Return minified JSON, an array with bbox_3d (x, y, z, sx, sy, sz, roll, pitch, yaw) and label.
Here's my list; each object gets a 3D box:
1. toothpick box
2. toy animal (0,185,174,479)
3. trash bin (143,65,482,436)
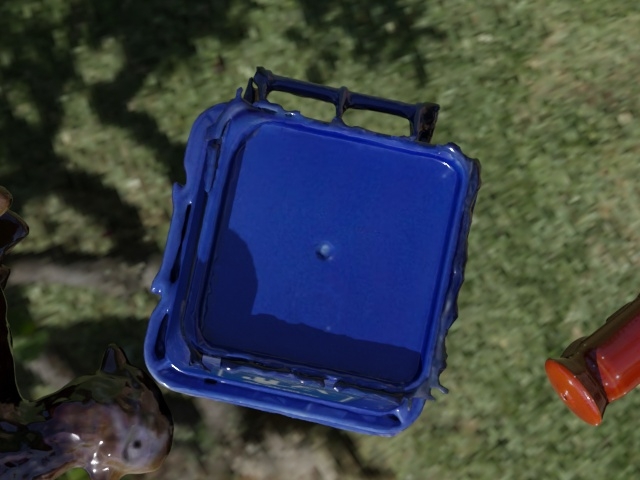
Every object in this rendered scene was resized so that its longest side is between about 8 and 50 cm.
[{"bbox_3d":[0.165,0.061,0.974,0.047,0.083,0.047,51,168,15],"label":"toothpick box"},{"bbox_3d":[-0.151,0.029,0.733,0.179,0.089,0.188,-1,80,-4],"label":"toy animal"},{"bbox_3d":[0.000,0.000,0.873,0.162,0.234,0.184,11,87,-2],"label":"trash bin"}]
